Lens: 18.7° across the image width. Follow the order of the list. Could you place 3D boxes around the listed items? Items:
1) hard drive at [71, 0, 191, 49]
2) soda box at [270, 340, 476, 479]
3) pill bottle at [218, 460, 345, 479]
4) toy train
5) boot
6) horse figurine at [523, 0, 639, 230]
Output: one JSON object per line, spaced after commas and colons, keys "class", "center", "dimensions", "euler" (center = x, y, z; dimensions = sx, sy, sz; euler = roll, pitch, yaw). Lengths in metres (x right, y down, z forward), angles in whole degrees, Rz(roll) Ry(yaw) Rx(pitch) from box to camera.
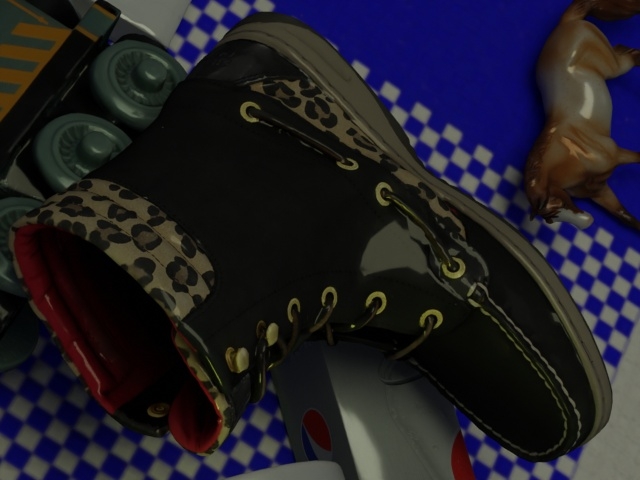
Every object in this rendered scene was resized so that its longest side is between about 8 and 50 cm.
{"class": "hard drive", "center": [-0.156, -0.314, 1.553], "dimensions": [0.203, 0.040, 0.307], "euler": [29, 60, -11]}
{"class": "soda box", "center": [0.052, 0.184, 1.411], "dimensions": [0.098, 0.091, 0.286], "euler": [-7, 72, -28]}
{"class": "pill bottle", "center": [-0.011, 0.359, 1.227], "dimensions": [0.229, 0.229, 0.408], "euler": [-9, 74, -28]}
{"class": "toy train", "center": [-0.223, -0.057, 1.340], "dimensions": [0.190, 0.142, 0.334], "euler": [33, 48, -4]}
{"class": "boot", "center": [-0.002, 0.049, 1.271], "dimensions": [0.377, 0.138, 0.284], "euler": [50, 45, -1]}
{"class": "horse figurine", "center": [0.239, -0.111, 1.639], "dimensions": [0.174, 0.066, 0.263], "euler": [16, 66, -25]}
